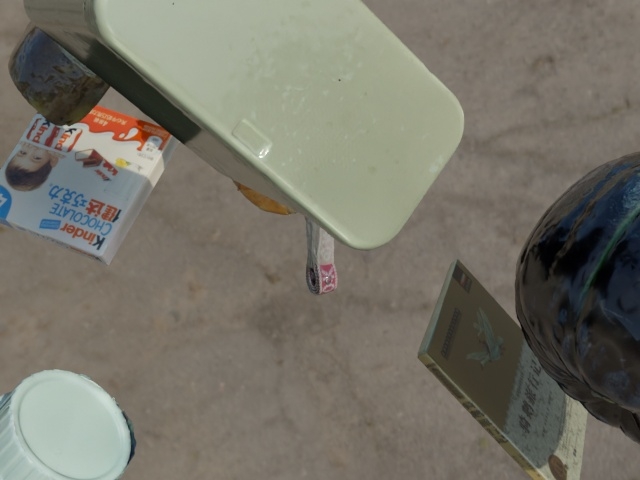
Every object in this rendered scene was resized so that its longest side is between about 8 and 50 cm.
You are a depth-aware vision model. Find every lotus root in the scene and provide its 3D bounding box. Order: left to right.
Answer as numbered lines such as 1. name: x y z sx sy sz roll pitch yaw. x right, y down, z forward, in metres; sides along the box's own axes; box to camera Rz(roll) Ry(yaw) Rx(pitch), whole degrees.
1. lotus root: -0.377 -0.271 1.548 0.119 0.138 0.235 -43 27 18

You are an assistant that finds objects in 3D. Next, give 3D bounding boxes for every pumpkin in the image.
1. pumpkin: 0.374 0.079 1.081 0.363 0.363 0.266 31 76 39

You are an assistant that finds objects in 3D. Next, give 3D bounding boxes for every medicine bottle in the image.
1. medicine bottle: -0.341 0.279 1.119 0.318 0.158 0.158 -45 37 29

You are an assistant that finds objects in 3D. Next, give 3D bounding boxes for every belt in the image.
1. belt: 0.000 0.000 2.092 0.053 0.232 0.071 -13 28 -29

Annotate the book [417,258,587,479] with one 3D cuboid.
1. book: 0.260 0.194 1.438 0.021 0.310 0.217 -34 17 35

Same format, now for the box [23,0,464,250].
1. box: -0.090 -0.179 1.028 0.177 0.352 0.344 -54 29 -5

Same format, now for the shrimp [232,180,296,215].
1. shrimp: -0.102 -0.161 1.596 0.152 0.287 0.063 -14 27 37

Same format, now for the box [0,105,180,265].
1. box: -0.424 -0.116 1.844 0.273 0.048 0.265 19 70 19
